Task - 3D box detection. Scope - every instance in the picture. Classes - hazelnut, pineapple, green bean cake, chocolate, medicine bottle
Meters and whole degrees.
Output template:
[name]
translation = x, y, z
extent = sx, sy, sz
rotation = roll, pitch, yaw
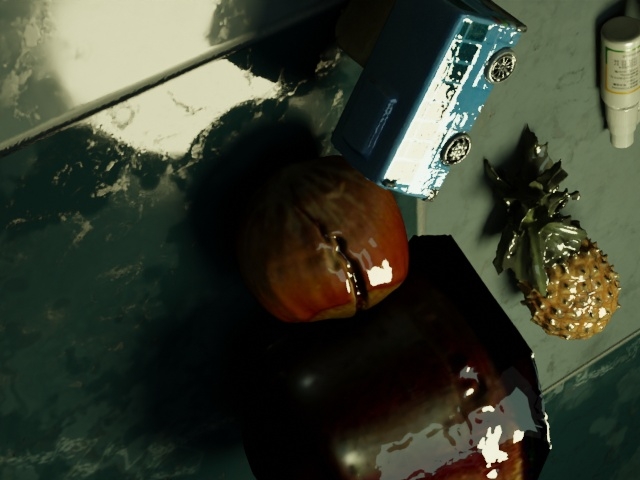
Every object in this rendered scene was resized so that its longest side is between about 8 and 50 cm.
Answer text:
[hazelnut]
translation = 0.001, 0.002, 1.544
extent = 0.212, 0.181, 0.181
rotation = -27, 161, -9
[pineapple]
translation = 0.334, 0.002, 1.897
extent = 0.165, 0.165, 0.364
rotation = -42, 133, -7
[green bean cake]
translation = 0.106, -0.238, 1.508
extent = 0.179, 0.085, 0.109
rotation = 21, 110, -49
[chocolate]
translation = 0.064, 0.219, 1.681
extent = 0.331, 0.384, 0.384
rotation = -17, 134, -19
[medicine bottle]
translation = 0.448, -0.235, 1.857
extent = 0.092, 0.061, 0.221
rotation = -50, 147, -28

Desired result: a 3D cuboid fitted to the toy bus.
[toy bus]
translation = 0.112, -0.168, 1.419
extent = 0.133, 0.116, 0.234
rotation = 4, 122, -43
